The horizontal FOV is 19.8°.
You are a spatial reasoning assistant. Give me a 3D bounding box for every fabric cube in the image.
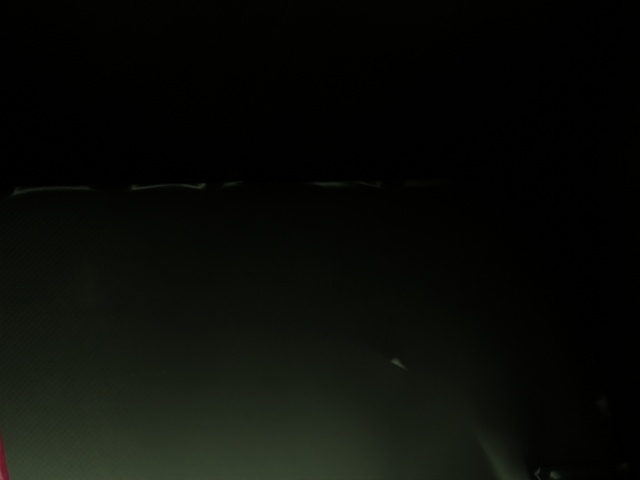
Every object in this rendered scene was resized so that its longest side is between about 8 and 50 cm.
[{"bbox_3d":[0.015,0.013,0.501,0.259,0.258,0.254,-2,59,-17],"label":"fabric cube"}]

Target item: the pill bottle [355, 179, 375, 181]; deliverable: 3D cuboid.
[{"bbox_3d":[0.000,0.000,0.731,0.193,0.108,0.108,37,35,8],"label":"pill bottle"}]
